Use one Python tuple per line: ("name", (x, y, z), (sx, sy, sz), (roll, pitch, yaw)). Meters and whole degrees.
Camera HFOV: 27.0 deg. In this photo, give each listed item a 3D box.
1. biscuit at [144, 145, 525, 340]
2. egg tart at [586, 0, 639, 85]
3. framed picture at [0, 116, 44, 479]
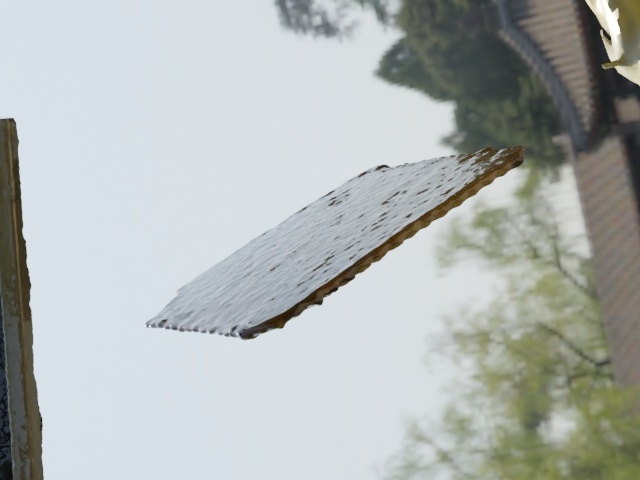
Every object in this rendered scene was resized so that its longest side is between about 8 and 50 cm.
("biscuit", (0.000, 0.000, 0.912), (0.232, 0.237, 0.013), (-2, 117, 62))
("egg tart", (0.109, -0.094, 0.254), (0.212, 0.090, 0.212), (57, 160, 33))
("framed picture", (-0.262, 0.062, 0.797), (0.019, 0.209, 0.281), (-36, -55, -69))
